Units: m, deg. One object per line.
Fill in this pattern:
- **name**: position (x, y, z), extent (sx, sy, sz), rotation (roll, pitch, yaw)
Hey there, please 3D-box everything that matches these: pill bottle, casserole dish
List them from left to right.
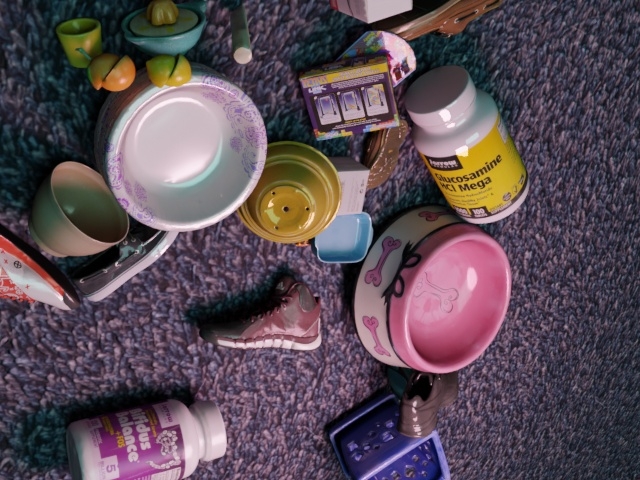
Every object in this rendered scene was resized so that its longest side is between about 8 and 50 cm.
- **pill bottle**: position (-0.357, 0.425, 1.557), extent (0.302, 0.169, 0.169), rotation (-9, 120, -29)
- **casserole dish**: position (0.042, -0.011, 1.619), extent (0.188, 0.037, 0.114), rotation (0, 101, -47)
- **pill bottle**: position (0.310, -0.204, 1.608), extent (0.188, 0.188, 0.334), rotation (-43, 129, -4)

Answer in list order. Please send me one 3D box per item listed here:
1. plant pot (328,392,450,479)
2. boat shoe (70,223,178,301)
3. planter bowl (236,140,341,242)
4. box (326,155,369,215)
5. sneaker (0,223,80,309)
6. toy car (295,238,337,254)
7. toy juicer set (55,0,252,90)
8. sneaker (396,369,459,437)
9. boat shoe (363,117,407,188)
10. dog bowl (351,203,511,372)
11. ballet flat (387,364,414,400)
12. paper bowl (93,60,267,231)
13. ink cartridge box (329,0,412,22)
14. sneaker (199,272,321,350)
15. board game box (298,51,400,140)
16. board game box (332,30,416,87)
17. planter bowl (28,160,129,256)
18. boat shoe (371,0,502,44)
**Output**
- **plant pot**: position (0.165, 0.547, 1.923), extent (0.236, 0.212, 0.236), rotation (-31, 129, -15)
- **boat shoe**: position (-0.364, 0.016, 1.390), extent (0.228, 0.080, 0.076), rotation (-38, 131, 1)
- **planter bowl**: position (-0.065, -0.075, 1.451), extent (0.217, 0.090, 0.217), rotation (0, 115, -1)
- **box**: position (0.032, -0.113, 1.550), extent (0.102, 0.087, 0.101), rotation (-6, 118, -30)
- **sneaker**: position (-0.554, 0.067, 1.288), extent (0.145, 0.090, 0.270), rotation (-43, 126, -3)
- **toy car**: position (0.000, 0.000, 1.625), extent (0.122, 0.040, 0.060), rotation (16, 106, -37)
- **toy juicer set**: position (-0.233, -0.326, 1.187), extent (0.329, 0.209, 0.089), rotation (-20, 133, -21)
- **sneaker**: position (0.272, 0.359, 1.850), extent (0.286, 0.109, 0.130), rotation (-45, 136, -55)
- **boat shoe**: position (0.128, -0.192, 1.586), extent (0.064, 0.060, 0.178), rotation (-6, 132, -33)
- **dog bowl**: position (0.277, 0.127, 1.750), extent (0.408, 0.150, 0.408), rotation (-11, 110, -33)
- **ballet flat**: position (0.210, 0.310, 1.907), extent (0.087, 0.083, 0.247), rotation (-37, 130, -20)
- **paper bowl**: position (-0.248, -0.169, 1.305), extent (0.284, 0.148, 0.284), rotation (-16, 123, -25)
- **ink cartridge box**: position (0.089, -0.447, 1.367), extent (0.099, 0.135, 0.056), rotation (-23, 126, -19)
- **sneaker**: position (-0.120, 0.147, 1.613), extent (0.281, 0.106, 0.162), rotation (6, 95, -32)
- **board game box**: position (0.058, -0.275, 1.448), extent (0.170, 0.048, 0.141), rotation (-8, 126, 12)
- **board game box**: position (0.101, -0.325, 1.456), extent (0.133, 0.033, 0.169), rotation (31, 127, -32)
- **planter bowl**: position (-0.424, -0.038, 1.280), extent (0.109, 0.162, 0.162), rotation (-33, 134, 23)
- **boat shoe**: position (0.246, -0.449, 1.481), extent (0.307, 0.110, 0.104), rotation (-30, 133, -9)
